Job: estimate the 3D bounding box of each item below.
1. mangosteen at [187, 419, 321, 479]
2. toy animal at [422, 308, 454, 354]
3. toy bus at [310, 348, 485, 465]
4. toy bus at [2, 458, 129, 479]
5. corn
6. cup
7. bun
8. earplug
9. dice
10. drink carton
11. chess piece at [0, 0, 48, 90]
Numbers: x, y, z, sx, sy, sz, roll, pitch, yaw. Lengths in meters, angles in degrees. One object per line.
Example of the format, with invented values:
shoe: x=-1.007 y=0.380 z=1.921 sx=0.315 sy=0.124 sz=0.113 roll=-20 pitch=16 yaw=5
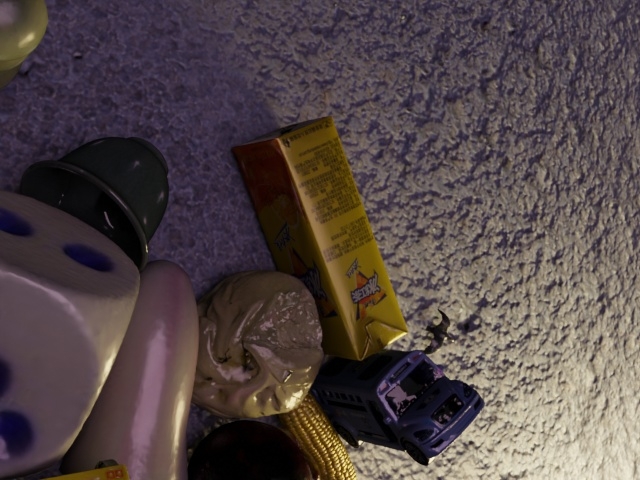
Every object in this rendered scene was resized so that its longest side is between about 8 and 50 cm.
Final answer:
mangosteen: x=-0.087 y=0.353 z=1.427 sx=0.230 sy=0.194 sz=0.194 roll=0 pitch=89 yaw=-59
toy animal: x=0.205 y=0.162 z=1.673 sx=0.050 sy=0.028 sz=0.084 roll=28 pitch=73 yaw=-26
toy bus: x=0.105 y=0.234 z=1.464 sx=0.125 sy=0.292 sz=0.133 roll=-40 pitch=106 yaw=-24
toy bus: x=-0.330 y=0.389 z=1.185 sx=0.144 sy=0.330 sz=0.152 roll=-4 pitch=58 yaw=-34
corn: x=-0.006 y=0.310 z=1.527 sx=0.067 sy=0.067 sz=0.206 roll=-38 pitch=109 yaw=-25
cup: x=-0.278 y=-0.066 z=1.327 sx=0.199 sy=0.199 sz=0.150 roll=53 pitch=48 yaw=-19
bun: x=-0.096 y=0.156 z=1.426 sx=0.210 sy=0.116 sz=0.237 roll=37 pitch=87 yaw=-10
earplug: x=-0.240 y=0.174 z=1.331 sx=0.172 sy=0.172 sz=0.301 roll=12 pitch=83 yaw=-30
dice: x=-0.382 y=0.106 z=1.174 sx=0.251 sy=0.243 sz=0.259 roll=26 pitch=104 yaw=-18
drink carton: x=0.000 y=0.000 z=1.483 sx=0.111 sy=0.154 sz=0.351 roll=-25 pitch=102 yaw=-28
chess piece: x=-0.409 y=-0.254 z=1.193 sx=0.144 sy=0.251 sz=0.144 roll=0 pitch=90 yaw=-31
